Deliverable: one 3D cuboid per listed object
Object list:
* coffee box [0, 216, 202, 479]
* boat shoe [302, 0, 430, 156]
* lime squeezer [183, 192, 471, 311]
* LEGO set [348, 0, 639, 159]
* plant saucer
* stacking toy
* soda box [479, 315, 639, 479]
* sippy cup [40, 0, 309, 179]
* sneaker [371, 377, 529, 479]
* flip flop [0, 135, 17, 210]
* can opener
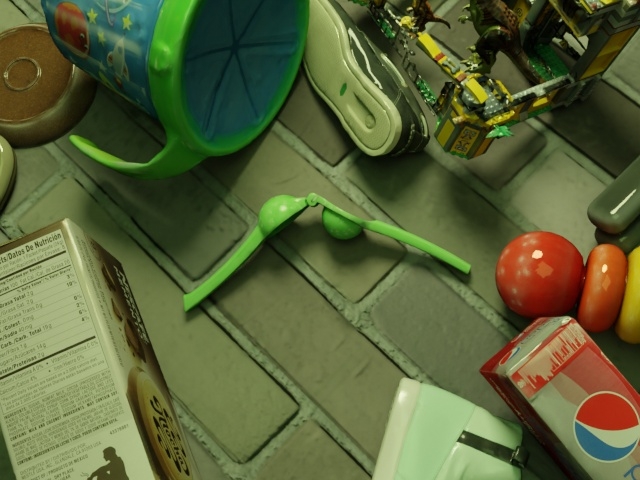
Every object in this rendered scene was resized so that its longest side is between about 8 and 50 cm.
[{"bbox_3d":[-0.221,0.150,0.751,0.118,0.168,0.297,-24,72,-3],"label":"coffee box"},{"bbox_3d":[0.043,-0.190,0.891,0.079,0.084,0.233,-9,59,-38],"label":"boat shoe"},{"bbox_3d":[0.000,0.000,0.835,0.310,0.059,0.110,-7,72,2],"label":"lime squeezer"},{"bbox_3d":[0.178,-0.268,0.803,0.254,0.192,0.331,-14,67,-18],"label":"LEGO set"},{"bbox_3d":[-0.354,-0.194,0.942,0.168,0.029,0.169,-1,72,4],"label":"plant saucer"},{"bbox_3d":[0.337,0.058,0.760,0.330,0.141,0.141,12,74,16],"label":"stacking toy"},{"bbox_3d":[0.266,0.193,0.706,0.083,0.092,0.263,-39,87,-7],"label":"soda box"},{"bbox_3d":[-0.165,-0.238,0.848,0.224,0.240,0.305,26,54,22],"label":"sippy cup"},{"bbox_3d":[0.111,0.270,0.723,0.151,0.094,0.256,16,76,7],"label":"sneaker"},{"bbox_3d":[-0.422,-0.003,0.861,0.112,0.080,0.277,16,75,10],"label":"flip flop"},{"bbox_3d":[0.381,-0.103,0.834,0.280,0.074,0.093,-46,40,-11],"label":"can opener"}]
